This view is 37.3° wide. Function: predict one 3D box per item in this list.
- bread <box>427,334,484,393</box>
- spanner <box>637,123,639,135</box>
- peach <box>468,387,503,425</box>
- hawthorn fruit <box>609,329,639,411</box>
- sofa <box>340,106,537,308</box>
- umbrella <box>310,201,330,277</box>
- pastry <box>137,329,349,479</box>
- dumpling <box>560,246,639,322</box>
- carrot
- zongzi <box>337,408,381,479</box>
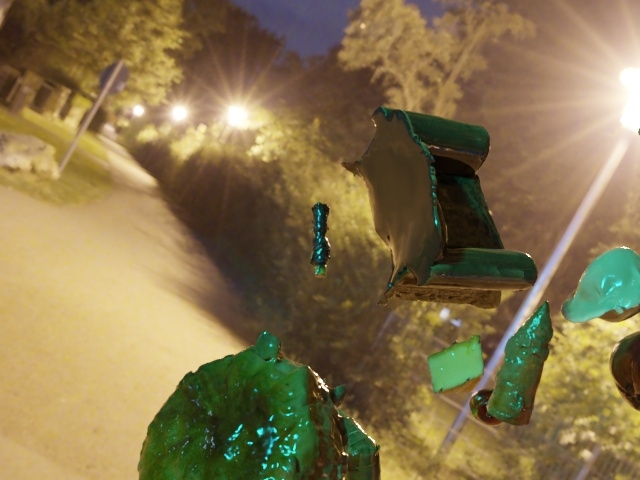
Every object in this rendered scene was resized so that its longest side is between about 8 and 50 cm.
[{"bbox_3d":[0.238,0.218,1.649,0.080,0.084,0.109,-1,-28,-6],"label":"bread"},{"bbox_3d":[0.638,-0.218,1.749,0.096,0.325,0.040,13,-48,12],"label":"spanner"},{"bbox_3d":[0.424,0.410,2.348,0.101,0.100,0.101,29,-1,0],"label":"peach"},{"bbox_3d":[0.678,0.228,1.795,0.199,0.251,0.199,50,-17,21],"label":"hawthorn fruit"},{"bbox_3d":[0.169,-0.046,1.236,0.200,0.182,0.258,6,56,-32],"label":"sofa"},{"bbox_3d":[0.000,0.000,1.760,0.037,0.144,0.040,-9,-24,23],"label":"umbrella"},{"bbox_3d":[-0.108,0.304,1.305,0.330,0.329,0.136,29,-12,41],"label":"pastry"},{"bbox_3d":[0.457,0.082,1.525,0.111,0.155,0.181,66,7,20],"label":"dumpling"},{"bbox_3d":[0.421,0.247,1.939,0.102,0.263,0.102,17,10,-3],"label":"carrot"},{"bbox_3d":[0.073,0.480,2.047,0.081,0.189,0.178,-11,23,-16],"label":"zongzi"}]
